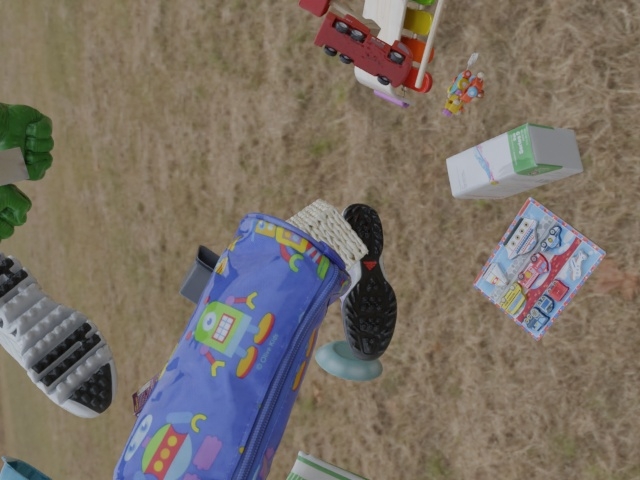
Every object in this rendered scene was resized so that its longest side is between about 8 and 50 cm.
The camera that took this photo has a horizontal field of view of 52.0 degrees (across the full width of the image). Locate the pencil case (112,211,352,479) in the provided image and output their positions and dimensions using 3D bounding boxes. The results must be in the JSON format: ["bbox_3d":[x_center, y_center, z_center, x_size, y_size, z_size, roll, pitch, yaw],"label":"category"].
[{"bbox_3d":[-0.074,0.128,0.564,0.133,0.119,0.306,9,67,40],"label":"pencil case"}]

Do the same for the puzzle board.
[{"bbox_3d":[0.228,0.032,0.702,0.096,0.011,0.128,42,126,25],"label":"puzzle board"}]

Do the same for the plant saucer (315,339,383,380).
[{"bbox_3d":[0.083,0.322,1.826,0.195,0.195,0.037,38,122,52],"label":"plant saucer"}]

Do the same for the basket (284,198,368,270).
[{"bbox_3d":[0.000,0.000,1.116,0.113,0.103,0.167,51,178,-12],"label":"basket"}]

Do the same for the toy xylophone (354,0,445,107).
[{"bbox_3d":[0.160,-0.400,1.217,0.236,0.081,0.323,47,133,42],"label":"toy xylophone"}]

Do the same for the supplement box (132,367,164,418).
[{"bbox_3d":[-0.194,0.195,0.837,0.043,0.083,0.055,52,174,-22],"label":"supplement box"}]

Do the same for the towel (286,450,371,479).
[{"bbox_3d":[-0.013,0.613,1.309,0.325,0.248,0.038,-64,21,-12],"label":"towel"}]

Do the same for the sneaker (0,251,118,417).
[{"bbox_3d":[-0.393,0.142,0.934,0.292,0.110,0.118,42,145,16],"label":"sneaker"}]

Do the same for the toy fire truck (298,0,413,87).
[{"bbox_3d":[0.051,-0.307,0.960,0.047,0.192,0.135,-59,6,39],"label":"toy fire truck"}]

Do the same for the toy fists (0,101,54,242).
[{"bbox_3d":[-0.583,-0.116,1.204,0.096,0.142,0.279,24,90,32],"label":"toy fists"}]

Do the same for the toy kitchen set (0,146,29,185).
[{"bbox_3d":[-0.317,-0.067,0.603,0.075,0.068,0.083,6,113,52],"label":"toy kitchen set"}]

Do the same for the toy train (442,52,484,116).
[{"bbox_3d":[0.309,-0.314,1.357,0.125,0.046,0.166,-49,14,39],"label":"toy train"}]

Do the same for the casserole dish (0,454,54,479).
[{"bbox_3d":[-0.388,0.375,0.944,0.188,0.037,0.114,35,160,0],"label":"casserole dish"}]

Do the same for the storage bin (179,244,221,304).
[{"bbox_3d":[-0.251,0.083,1.425,0.091,0.098,0.135,-53,14,7],"label":"storage bin"}]

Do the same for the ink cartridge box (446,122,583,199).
[{"bbox_3d":[0.383,-0.152,1.314,0.212,0.154,0.093,-24,71,52],"label":"ink cartridge box"}]

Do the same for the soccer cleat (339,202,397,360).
[{"bbox_3d":[0.079,0.088,1.299,0.116,0.108,0.318,122,147,-61],"label":"soccer cleat"}]
